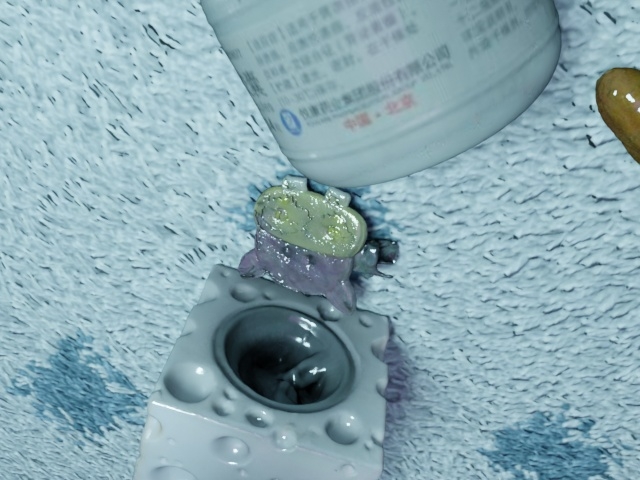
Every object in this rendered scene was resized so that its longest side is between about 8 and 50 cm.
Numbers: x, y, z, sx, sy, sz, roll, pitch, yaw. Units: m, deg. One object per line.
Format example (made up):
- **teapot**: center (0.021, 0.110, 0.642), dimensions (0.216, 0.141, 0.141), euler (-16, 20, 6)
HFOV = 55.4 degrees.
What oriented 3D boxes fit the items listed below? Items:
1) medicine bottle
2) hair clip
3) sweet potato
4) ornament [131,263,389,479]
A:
- **medicine bottle**: center (0.022, -0.222, 0.462), dimensions (0.245, 0.245, 0.306), euler (-21, 115, 19)
- **hair clip**: center (-0.001, 0.003, 0.712), dimensions (0.187, 0.056, 0.146), euler (14, 115, 3)
- **sweet potato**: center (0.413, -0.051, 0.598), dimensions (0.355, 0.106, 0.095), euler (37, 85, -15)
- **ornament**: center (-0.069, 0.215, 0.738), dimensions (0.239, 0.240, 0.239), euler (19, 122, -3)
